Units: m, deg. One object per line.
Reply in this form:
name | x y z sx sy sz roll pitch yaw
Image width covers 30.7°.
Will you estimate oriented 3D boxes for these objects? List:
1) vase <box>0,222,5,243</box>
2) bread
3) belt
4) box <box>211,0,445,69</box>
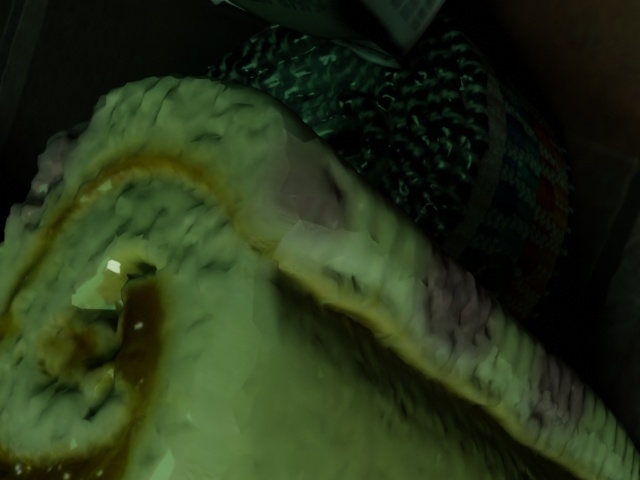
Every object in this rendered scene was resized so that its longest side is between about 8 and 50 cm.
vase | -0.333 -0.026 0.844 0.245 0.245 0.291 -34 69 25
bread | 0.007 0.096 0.482 0.155 0.338 0.187 9 71 38
belt | 0.000 0.000 0.685 0.295 0.160 0.206 -32 57 22
box | 0.058 -0.274 0.608 0.190 0.112 0.369 31 87 42
